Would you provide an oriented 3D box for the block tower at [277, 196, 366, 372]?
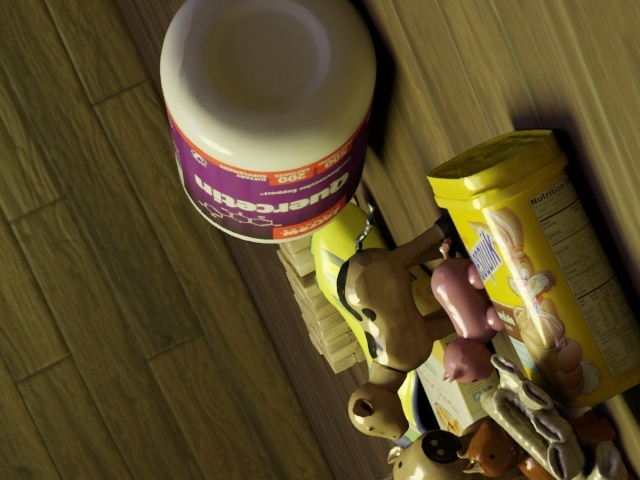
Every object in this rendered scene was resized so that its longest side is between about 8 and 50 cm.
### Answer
[{"bbox_3d":[0.000,0.000,1.902,0.097,0.091,0.335,55,168,50],"label":"block tower"}]

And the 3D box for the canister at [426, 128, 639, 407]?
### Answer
[{"bbox_3d":[0.146,0.018,1.129,0.170,0.073,0.126,63,171,-8],"label":"canister"}]

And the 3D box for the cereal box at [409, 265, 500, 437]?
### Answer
[{"bbox_3d":[0.140,0.154,1.650,0.240,0.047,0.173,67,171,-21],"label":"cereal box"}]

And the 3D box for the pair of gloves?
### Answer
[{"bbox_3d":[0.203,0.175,1.124,0.240,0.042,0.204,44,179,22],"label":"pair of gloves"}]

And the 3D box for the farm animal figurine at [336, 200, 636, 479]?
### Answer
[{"bbox_3d":[0.116,0.176,1.435,0.330,0.172,0.326,54,167,49],"label":"farm animal figurine"}]

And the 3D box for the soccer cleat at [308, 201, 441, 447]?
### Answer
[{"bbox_3d":[0.079,0.087,1.774,0.121,0.093,0.289,-1,115,53],"label":"soccer cleat"}]

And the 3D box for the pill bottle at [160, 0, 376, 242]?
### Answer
[{"bbox_3d":[-0.045,-0.106,1.547,0.181,0.181,0.323,62,172,14],"label":"pill bottle"}]
